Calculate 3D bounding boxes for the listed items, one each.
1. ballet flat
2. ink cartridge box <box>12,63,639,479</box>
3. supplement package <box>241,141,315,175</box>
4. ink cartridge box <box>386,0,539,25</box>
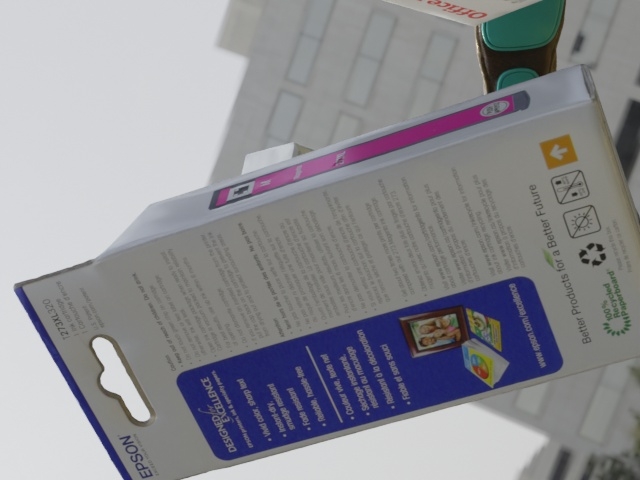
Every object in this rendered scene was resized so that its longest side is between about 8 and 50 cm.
[{"bbox_3d":[0.250,-0.240,1.743,0.124,0.116,0.342,-101,6,-73],"label":"ballet flat"},{"bbox_3d":[0.015,0.033,0.853,0.069,0.371,0.175,-85,-25,-61],"label":"ink cartridge box"},{"bbox_3d":[0.000,0.000,1.785,0.149,0.203,0.194,-5,70,62],"label":"supplement package"},{"bbox_3d":[0.165,-0.289,1.159,0.207,0.283,0.117,7,-105,-42],"label":"ink cartridge box"}]
